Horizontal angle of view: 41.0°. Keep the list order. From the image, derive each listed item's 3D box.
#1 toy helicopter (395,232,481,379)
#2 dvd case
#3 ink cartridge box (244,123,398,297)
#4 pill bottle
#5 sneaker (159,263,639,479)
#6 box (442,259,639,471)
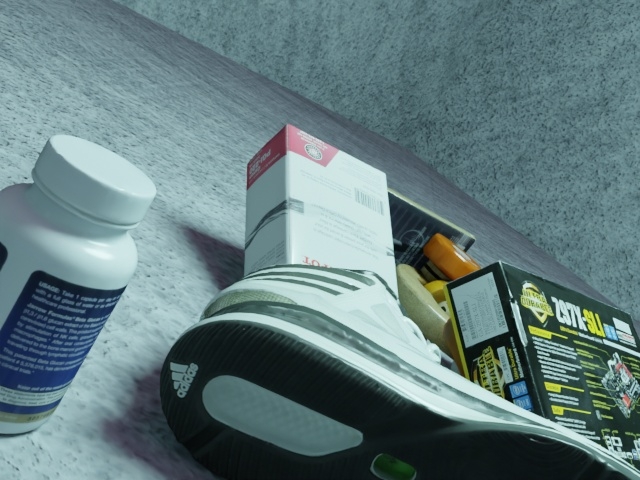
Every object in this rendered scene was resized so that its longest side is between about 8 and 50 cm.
[{"bbox_3d":[0.221,0.155,1.037,0.355,0.140,0.235,40,10,-2],"label":"toy helicopter"},{"bbox_3d":[0.070,0.008,1.141,0.221,0.164,0.018,27,25,-18],"label":"dvd case"},{"bbox_3d":[0.000,0.000,0.973,0.159,0.092,0.217,24,45,-31],"label":"ink cartridge box"},{"bbox_3d":[-0.170,0.025,0.521,0.094,0.169,0.094,31,13,-8],"label":"pill bottle"},{"bbox_3d":[0.113,0.139,0.695,0.448,0.169,0.257,29,22,-2],"label":"sneaker"},{"bbox_3d":[0.277,0.180,0.916,0.322,0.079,0.257,18,50,-45],"label":"box"}]
